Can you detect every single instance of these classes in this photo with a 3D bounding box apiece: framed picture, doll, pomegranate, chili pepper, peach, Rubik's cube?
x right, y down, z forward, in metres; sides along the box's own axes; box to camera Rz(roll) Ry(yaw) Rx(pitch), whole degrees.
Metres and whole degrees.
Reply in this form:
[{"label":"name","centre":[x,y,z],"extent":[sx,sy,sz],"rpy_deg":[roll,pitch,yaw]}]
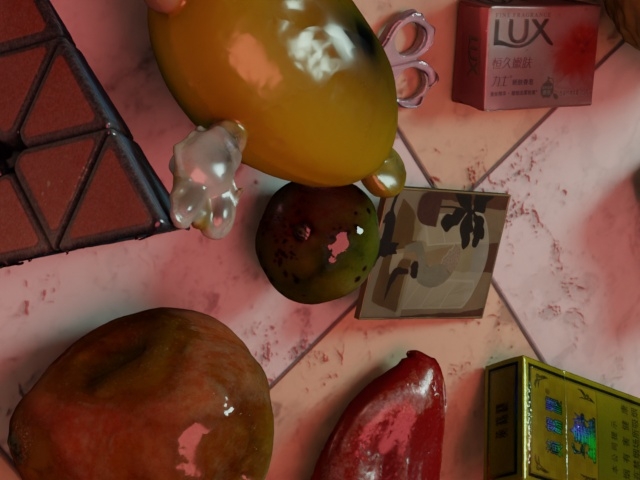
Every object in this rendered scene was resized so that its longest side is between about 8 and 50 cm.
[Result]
[{"label":"framed picture","centre":[0.116,0.014,1.929],"extent":[0.201,0.010,0.136],"rpy_deg":[2,103,-48]},{"label":"doll","centre":[-0.082,-0.188,1.643],"extent":[0.348,0.161,0.423],"rpy_deg":[-34,105,-54]},{"label":"pomegranate","centre":[-0.004,-0.002,1.816],"extent":[0.130,0.130,0.130],"rpy_deg":[-10,109,-31]},{"label":"chili pepper","centre":[0.055,0.231,1.935],"extent":[0.144,0.136,0.252],"rpy_deg":[10,87,9]},{"label":"peach","centre":[-0.161,0.172,1.703],"extent":[0.236,0.214,0.214],"rpy_deg":[-12,110,-23]},{"label":"Rubik's cube","centre":[-0.225,-0.055,1.629],"extent":[0.229,0.228,0.233],"rpy_deg":[25,45,0]}]

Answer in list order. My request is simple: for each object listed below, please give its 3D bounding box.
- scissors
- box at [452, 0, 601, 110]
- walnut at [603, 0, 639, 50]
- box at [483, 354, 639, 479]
[{"label":"scissors","centre":[0.034,-0.163,1.849],"extent":[0.189,0.015,0.100],"rpy_deg":[-16,115,-28]},{"label":"box","centre":[0.209,-0.190,1.930],"extent":[0.156,0.060,0.111],"rpy_deg":[-7,106,-33]},{"label":"walnut","centre":[0.413,-0.261,1.948],"extent":[0.257,0.257,0.224],"rpy_deg":[15,63,-36]},{"label":"box","centre":[0.271,0.220,2.053],"extent":[0.220,0.064,0.141],"rpy_deg":[21,61,-38]}]
